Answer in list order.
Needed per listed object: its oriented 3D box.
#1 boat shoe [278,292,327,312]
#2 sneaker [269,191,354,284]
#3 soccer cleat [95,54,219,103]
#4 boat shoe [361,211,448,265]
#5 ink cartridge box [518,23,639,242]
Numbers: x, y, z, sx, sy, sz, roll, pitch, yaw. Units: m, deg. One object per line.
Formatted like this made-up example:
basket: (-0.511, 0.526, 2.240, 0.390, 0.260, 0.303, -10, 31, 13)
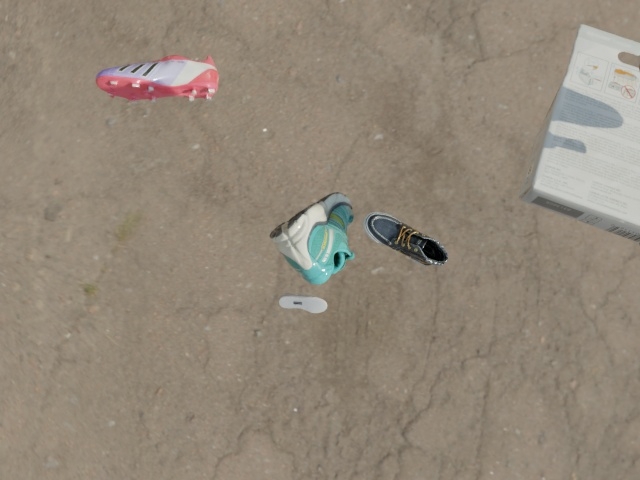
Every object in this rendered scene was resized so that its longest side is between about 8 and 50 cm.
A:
boat shoe: (-0.036, 0.125, 1.391, 0.100, 0.035, 0.035, 4, 111, 0)
sneaker: (0.000, 0.000, 1.040, 0.107, 0.275, 0.109, -32, 93, 19)
soccer cleat: (-0.331, -0.337, 1.379, 0.248, 0.083, 0.095, -3, 74, -21)
boat shoe: (0.176, -0.005, 1.381, 0.183, 0.083, 0.065, 28, 81, -17)
ink cartridge box: (0.600, -0.209, 1.352, 0.308, 0.091, 0.384, 20, 75, 2)
